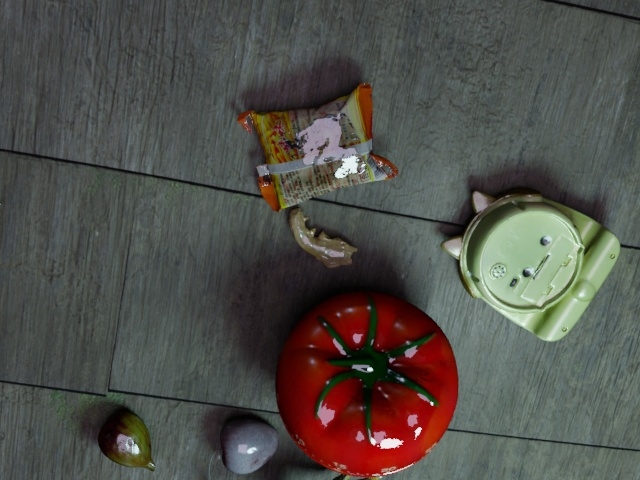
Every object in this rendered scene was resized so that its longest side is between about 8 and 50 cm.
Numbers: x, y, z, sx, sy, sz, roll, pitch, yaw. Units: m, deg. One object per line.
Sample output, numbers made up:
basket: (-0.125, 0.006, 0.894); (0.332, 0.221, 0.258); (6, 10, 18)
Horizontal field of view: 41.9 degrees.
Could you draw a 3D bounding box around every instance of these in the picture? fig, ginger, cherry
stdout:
fig: (-0.415, 0.451, 1.841); (0.155, 0.103, 0.109); (42, 120, -8)
ginger: (-0.003, 0.002, 1.788); (0.173, 0.051, 0.069); (34, 96, -17)
cherry: (-0.164, 0.486, 1.890); (0.148, 0.115, 0.188); (-25, 123, -40)

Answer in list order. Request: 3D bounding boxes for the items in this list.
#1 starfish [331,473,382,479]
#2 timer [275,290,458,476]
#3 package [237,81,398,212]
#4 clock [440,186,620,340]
starfish: (-0.028, 0.567, 1.813); (0.348, 0.358, 0.078); (-14, 83, 2)
timer: (0.095, 0.296, 1.733); (0.378, 0.279, 0.377); (0, 63, 0)
package: (-0.004, -0.191, 1.702); (0.288, 0.108, 0.223); (-17, 106, 1)
clock: (0.444, 0.035, 1.822); (0.349, 0.117, 0.286); (27, 101, -14)
